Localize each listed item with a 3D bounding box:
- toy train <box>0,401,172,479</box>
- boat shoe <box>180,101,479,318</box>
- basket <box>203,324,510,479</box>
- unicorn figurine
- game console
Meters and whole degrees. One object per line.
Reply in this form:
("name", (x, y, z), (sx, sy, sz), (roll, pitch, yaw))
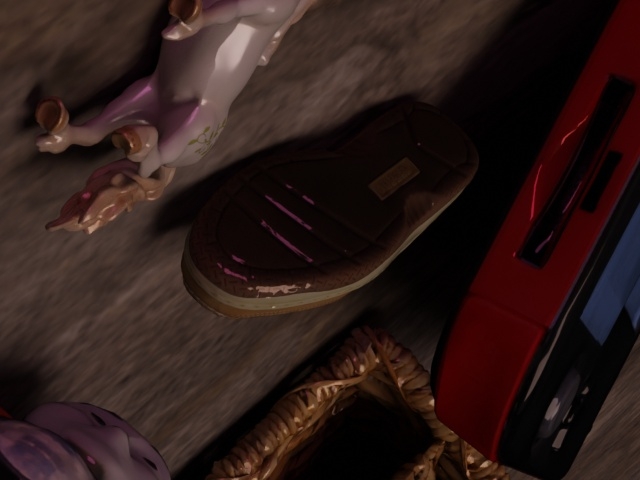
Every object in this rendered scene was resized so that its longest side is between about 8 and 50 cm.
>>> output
("toy train", (-0.181, 0.198, 0.698), (0.334, 0.142, 0.190), (-54, 172, 10))
("boat shoe", (0.000, 0.000, 0.800), (0.190, 0.068, 0.072), (-25, 161, -49))
("basket", (0.002, 0.243, 1.012), (0.299, 0.213, 0.223), (-42, 161, -25))
("unicorn figurine", (-0.031, -0.071, 0.623), (0.162, 0.060, 0.111), (-39, 166, 25))
("game console", (0.192, -0.048, 0.996), (0.386, 0.060, 0.342), (-62, 160, -3))
